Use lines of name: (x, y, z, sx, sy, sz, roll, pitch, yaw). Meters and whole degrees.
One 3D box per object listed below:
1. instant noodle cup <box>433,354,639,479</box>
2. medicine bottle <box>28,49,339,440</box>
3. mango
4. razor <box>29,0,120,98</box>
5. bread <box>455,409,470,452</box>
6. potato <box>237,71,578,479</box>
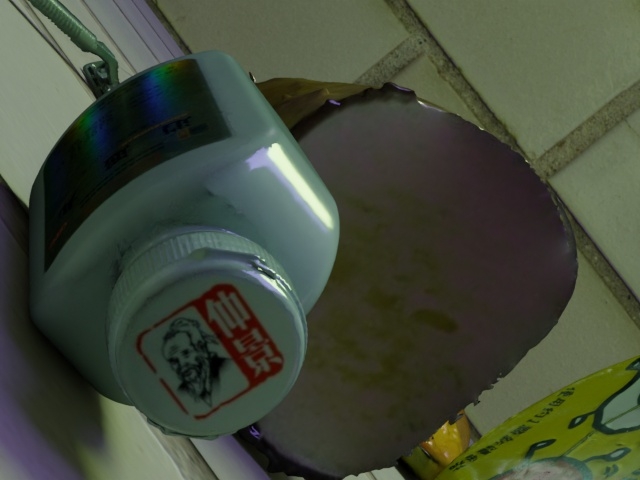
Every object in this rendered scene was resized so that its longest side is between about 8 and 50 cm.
instant noodle cup: (0.236, 0.234, 0.790, 0.254, 0.326, 0.325, 61, 1, -8)
medicine bottle: (-0.058, -0.002, 0.522, 0.083, 0.121, 0.229, 53, 3, -25)
mango: (0.105, 0.206, 1.336, 0.101, 0.066, 0.187, 61, 8, 5)
razor: (-0.222, -0.188, 1.057, 0.211, 0.036, 0.084, 51, 1, -46)
bread: (0.151, 0.225, 1.812, 0.189, 0.077, 0.114, 56, 7, 1)
potato: (0.000, 0.000, 0.792, 0.229, 0.229, 0.266, 52, -2, -24)
